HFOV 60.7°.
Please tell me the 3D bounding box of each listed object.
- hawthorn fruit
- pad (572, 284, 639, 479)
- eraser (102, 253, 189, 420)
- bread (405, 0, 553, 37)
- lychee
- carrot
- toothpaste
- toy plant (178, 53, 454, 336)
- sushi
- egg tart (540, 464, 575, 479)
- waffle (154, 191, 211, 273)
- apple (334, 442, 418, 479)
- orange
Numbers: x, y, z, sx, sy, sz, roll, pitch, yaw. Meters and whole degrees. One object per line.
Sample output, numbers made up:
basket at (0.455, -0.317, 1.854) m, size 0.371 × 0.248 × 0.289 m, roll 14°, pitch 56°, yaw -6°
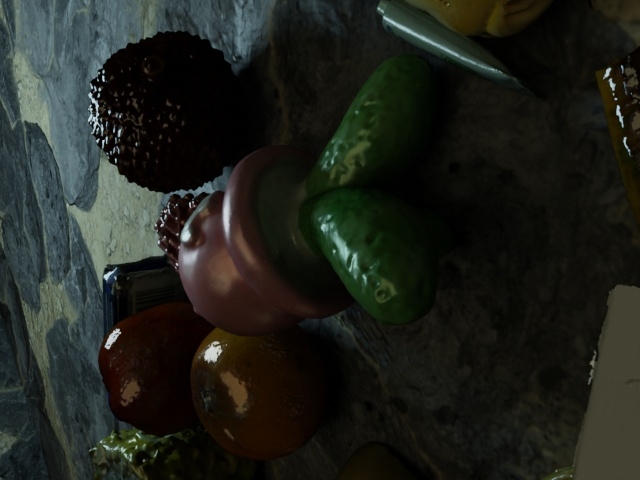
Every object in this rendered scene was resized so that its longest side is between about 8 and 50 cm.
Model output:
hawthorn fruit at (-0.244, 0.204, 0.940) m, size 0.224 × 0.260 × 0.224 m, roll 57°, pitch 180°, yaw 0°
pad at (0.296, 0.125, 0.352) m, size 0.232 × 0.004 × 0.157 m, roll 11°, pitch 90°, yaw 19°
eraser at (-0.345, 0.192, 1.093) m, size 0.101 × 0.155 × 0.332 m, roll 31°, pitch 122°, yaw 45°
bread at (0.079, -0.300, 0.470) m, size 0.311 × 0.121 × 0.173 m, roll 39°, pitch 172°, yaw 12°
lychee at (-0.222, -0.183, 0.820) m, size 0.271 × 0.235 × 0.236 m, roll 126°, pitch 124°, yaw -70°
carrot at (0.273, -0.023, 0.407) m, size 0.070 × 0.070 × 0.260 m, roll -23°, pitch 79°, yaw 49°
toothpaste at (0.127, -0.195, 0.542) m, size 0.218 × 0.064 × 0.041 m, roll 48°, pitch 115°, yaw 35°
toy plant at (-0.007, 0.000, 0.599) m, size 0.356 × 0.210 × 0.317 m, roll -24°, pitch 39°, yaw 38°
sushi at (-0.271, 0.530, 1.022) m, size 0.351 × 0.240 × 0.397 m, roll -11°, pitch 88°, yaw 50°
egg tart at (0.285, 0.256, 0.437) m, size 0.232 × 0.098 × 0.252 m, roll 30°, pitch 124°, yaw 30°
waffle at (-0.192, 0.023, 0.909) m, size 0.234 × 0.055 × 0.221 m, roll -9°, pitch 115°, yaw 50°
apple at (0.052, 0.407, 0.721) m, size 0.193 × 0.120 × 0.265 m, roll 28°, pitch 116°, yaw 55°
orange at (-0.094, 0.215, 0.797) m, size 0.224 × 0.170 × 0.224 m, roll 12°, pitch 106°, yaw 48°
